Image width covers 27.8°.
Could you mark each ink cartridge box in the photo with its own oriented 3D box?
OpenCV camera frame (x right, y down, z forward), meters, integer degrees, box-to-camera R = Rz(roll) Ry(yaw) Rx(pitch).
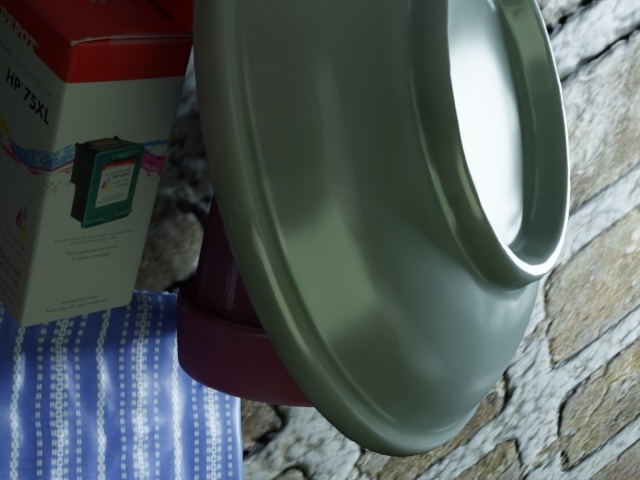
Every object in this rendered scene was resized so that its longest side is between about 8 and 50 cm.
[{"bbox_3d":[-0.149,-0.085,0.732,0.078,0.134,0.231,-10,130,-38],"label":"ink cartridge box"}]

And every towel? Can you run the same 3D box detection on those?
[{"bbox_3d":[-0.170,0.148,0.892,0.336,0.040,0.243,7,78,-48],"label":"towel"}]

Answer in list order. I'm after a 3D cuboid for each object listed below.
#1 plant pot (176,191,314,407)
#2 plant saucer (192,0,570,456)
[{"bbox_3d":[0.000,0.000,0.912,0.201,0.201,0.180,-10,109,-39],"label":"plant pot"},{"bbox_3d":[0.071,-0.074,0.777,0.400,0.101,0.400,26,60,-57],"label":"plant saucer"}]
